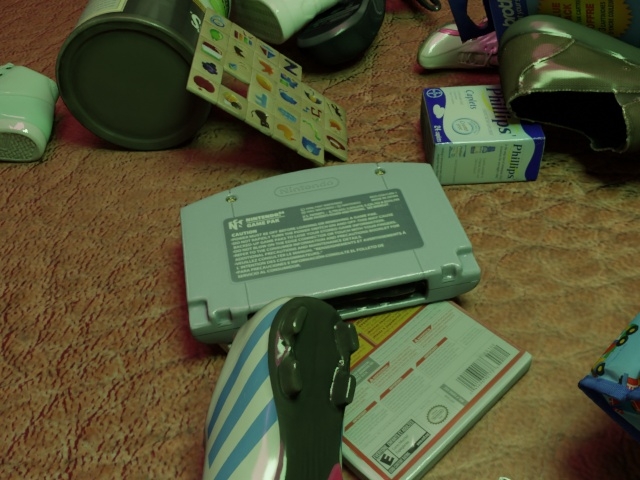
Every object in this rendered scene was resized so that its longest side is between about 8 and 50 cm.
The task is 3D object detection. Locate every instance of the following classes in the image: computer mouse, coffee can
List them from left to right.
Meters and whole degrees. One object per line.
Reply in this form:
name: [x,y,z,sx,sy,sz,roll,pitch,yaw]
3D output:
coffee can: [-0.242,-0.293,0.997,0.202,0.201,0.275,-2,45,3]
computer mouse: [0.055,-0.351,1.114,0.188,0.072,0.272,-8,34,33]

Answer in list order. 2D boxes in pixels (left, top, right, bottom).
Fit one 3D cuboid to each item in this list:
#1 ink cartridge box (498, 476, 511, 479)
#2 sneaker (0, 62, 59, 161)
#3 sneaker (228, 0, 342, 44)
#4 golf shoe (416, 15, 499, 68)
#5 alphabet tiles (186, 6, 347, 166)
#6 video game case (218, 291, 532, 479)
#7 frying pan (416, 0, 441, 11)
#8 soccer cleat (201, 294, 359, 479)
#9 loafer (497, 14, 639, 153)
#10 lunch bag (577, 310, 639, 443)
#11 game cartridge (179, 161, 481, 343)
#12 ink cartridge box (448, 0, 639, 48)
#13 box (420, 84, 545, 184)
ink cartridge box: [0.112,0.253,0.439,0.072,0.175,0.127,23,51,25]
sneaker: [-0.505,-0.192,0.993,0.256,0.094,0.151,6,51,-3]
sneaker: [-0.072,-0.417,1.145,0.169,0.108,0.292,-36,43,-15]
golf shoe: [0.238,-0.297,1.056,0.186,0.067,0.086,-20,48,-15]
alphabet tiles: [-0.060,-0.197,0.919,0.237,0.009,0.198,28,38,-25]
video game case: [0.037,0.101,0.704,0.204,0.025,0.285,-35,53,-27]
frying pan: [0.162,-0.495,1.271,0.197,0.053,0.326,-33,52,-23]
soccer cleat: [-0.044,0.207,0.563,0.116,0.143,0.331,25,58,-28]
loafer: [0.378,-0.145,0.822,0.366,0.134,0.130,18,67,9]
lunch bag: [0.384,0.128,0.492,0.293,0.138,0.221,44,82,2]
game cartridge: [0.000,0.000,0.754,0.297,0.062,0.198,-10,41,-5]
ink cartridge box: [0.368,-0.299,0.864,0.395,0.270,0.151,14,73,28]
box: [0.205,-0.140,0.898,0.137,0.072,0.126,-3,45,1]
